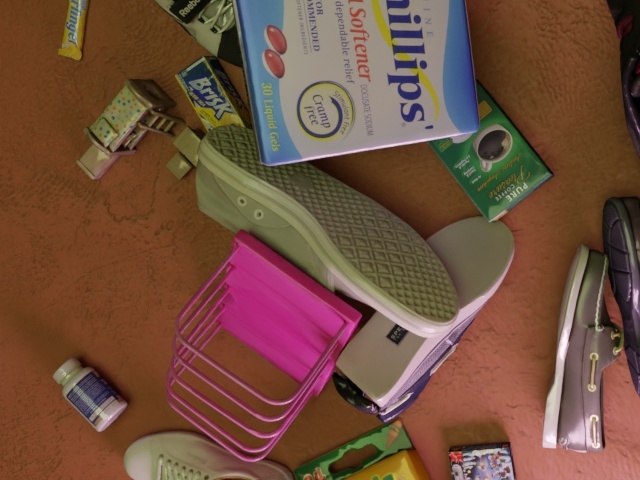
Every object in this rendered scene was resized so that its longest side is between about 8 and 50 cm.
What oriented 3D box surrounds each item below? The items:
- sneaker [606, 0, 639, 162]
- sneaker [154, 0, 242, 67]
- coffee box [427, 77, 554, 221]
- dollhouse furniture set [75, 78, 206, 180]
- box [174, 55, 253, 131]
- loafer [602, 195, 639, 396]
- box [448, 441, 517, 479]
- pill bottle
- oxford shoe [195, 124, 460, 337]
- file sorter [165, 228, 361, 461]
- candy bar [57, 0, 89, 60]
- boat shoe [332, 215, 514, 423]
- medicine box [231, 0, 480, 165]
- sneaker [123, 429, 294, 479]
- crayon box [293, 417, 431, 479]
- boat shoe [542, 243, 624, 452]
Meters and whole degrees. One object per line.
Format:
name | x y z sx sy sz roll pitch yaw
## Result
sneaker | 0.458 -0.260 1.278 0.185 0.202 0.482 -15 94 17
sneaker | -0.193 -0.368 1.480 0.330 0.146 0.122 41 105 5
coffee box | 0.231 -0.128 1.431 0.113 0.040 0.184 -41 75 16
dollhouse furniture set | -0.283 -0.129 1.560 0.161 0.101 0.182 45 107 6
box | -0.149 -0.196 1.537 0.059 0.054 0.169 -31 90 18
loafer | 0.461 0.077 1.392 0.095 0.109 0.302 -14 101 -2
box | 0.250 0.376 1.522 0.094 0.027 0.137 -9 96 18
pill bottle | -0.381 0.251 1.662 0.120 0.067 0.067 44 107 6
oxford shoe | 0.000 0.000 1.420 0.449 0.169 0.130 35 125 18
file sorter | -0.100 0.168 1.431 0.202 0.290 0.182 35 61 8
candy bar | -0.386 -0.369 1.599 0.040 0.018 0.161 15 102 13
boat shoe | 0.154 0.118 1.474 0.340 0.158 0.127 -44 67 -10
medicine box | 0.040 -0.252 1.326 0.289 0.149 0.263 -10 100 -4
sneaker | -0.195 0.376 1.600 0.290 0.123 0.105 6 102 16
crayon box | 0.093 0.450 1.502 0.202 0.081 0.318 -29 74 11
boat shoe | 0.375 0.155 1.416 0.091 0.109 0.305 9 106 14
